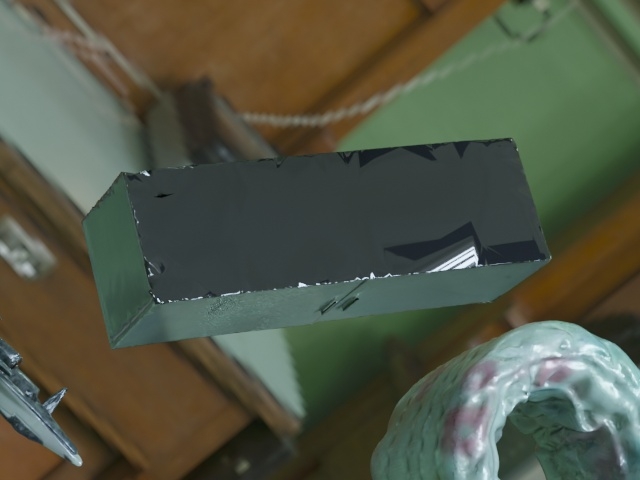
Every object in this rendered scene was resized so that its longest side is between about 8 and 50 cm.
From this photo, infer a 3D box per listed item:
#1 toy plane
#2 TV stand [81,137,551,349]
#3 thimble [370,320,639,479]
[{"bbox_3d":[-0.283,0.099,1.620,0.234,0.082,0.160,31,-14,2],"label":"toy plane"},{"bbox_3d":[0.000,0.000,1.152,0.269,0.083,0.088,-7,73,-28],"label":"TV stand"},{"bbox_3d":[0.147,0.171,1.305,0.211,0.185,0.149,54,-33,-2],"label":"thimble"}]
